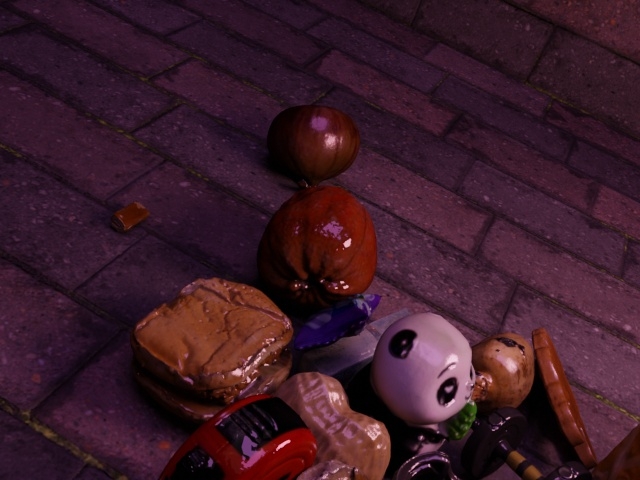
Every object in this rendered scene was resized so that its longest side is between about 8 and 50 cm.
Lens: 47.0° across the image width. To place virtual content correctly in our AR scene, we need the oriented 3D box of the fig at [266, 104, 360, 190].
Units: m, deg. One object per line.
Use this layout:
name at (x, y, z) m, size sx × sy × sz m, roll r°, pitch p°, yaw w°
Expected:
fig at (-0.018, -0.241, 1.851) m, size 0.235 × 0.214 × 0.235 m, roll -5°, pitch 25°, yaw 2°

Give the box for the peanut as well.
peanut at (0.001, 0.332, 1.185) m, size 0.233 × 0.196 × 0.110 m, roll 39°, pitch 0°, yaw 17°

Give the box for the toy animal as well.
toy animal at (0.167, 0.261, 1.268) m, size 0.213 × 0.266 × 0.212 m, roll 19°, pitch 36°, yaw -15°

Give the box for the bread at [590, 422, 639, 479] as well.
bread at (0.641, 0.466, 1.162) m, size 0.280 × 0.390 × 0.371 m, roll 11°, pitch 34°, yaw -29°

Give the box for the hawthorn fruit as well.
hawthorn fruit at (-0.003, 0.013, 1.509) m, size 0.258 × 0.258 × 0.261 m, roll 14°, pitch 66°, yaw -10°

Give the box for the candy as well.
candy at (0.038, 0.148, 1.376) m, size 0.275 × 0.145 × 0.070 m, roll -29°, pitch 99°, yaw -78°

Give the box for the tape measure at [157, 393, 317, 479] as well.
tape measure at (-0.122, 0.337, 1.017) m, size 0.114 × 0.260 × 0.253 m, roll 40°, pitch 30°, yaw 26°

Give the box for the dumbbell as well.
dumbbell at (0.349, 0.392, 1.262) m, size 0.143 × 0.143 × 0.325 m, roll -10°, pitch 34°, yaw -34°

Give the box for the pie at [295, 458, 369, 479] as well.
pie at (0.001, 0.409, 1.074) m, size 0.195 × 0.195 × 0.046 m, roll -13°, pitch 28°, yaw -37°

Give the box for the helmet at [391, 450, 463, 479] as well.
helmet at (0.171, 0.440, 1.182) m, size 0.153 × 0.107 × 0.177 m, roll -26°, pitch 77°, yaw -48°

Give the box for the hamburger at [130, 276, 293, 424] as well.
hamburger at (-0.179, 0.189, 1.279) m, size 0.260 × 0.144 × 0.283 m, roll 28°, pitch 40°, yaw 28°

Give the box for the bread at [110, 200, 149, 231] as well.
bread at (-0.402, -0.050, 1.551) m, size 0.047 × 0.036 × 0.083 m, roll 39°, pitch 38°, yaw 8°

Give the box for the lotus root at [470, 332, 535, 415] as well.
lotus root at (0.351, 0.256, 1.449) m, size 0.140 × 0.154 × 0.257 m, roll 29°, pitch 28°, yaw 21°

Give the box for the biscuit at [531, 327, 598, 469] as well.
biscuit at (0.476, 0.304, 1.472) m, size 0.044 × 0.186 × 0.295 m, roll -23°, pitch 34°, yaw 16°

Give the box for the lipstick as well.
lipstick at (0.081, 0.216, 1.428) m, size 0.290 × 0.077 × 0.076 m, roll -19°, pitch 53°, yaw -40°
